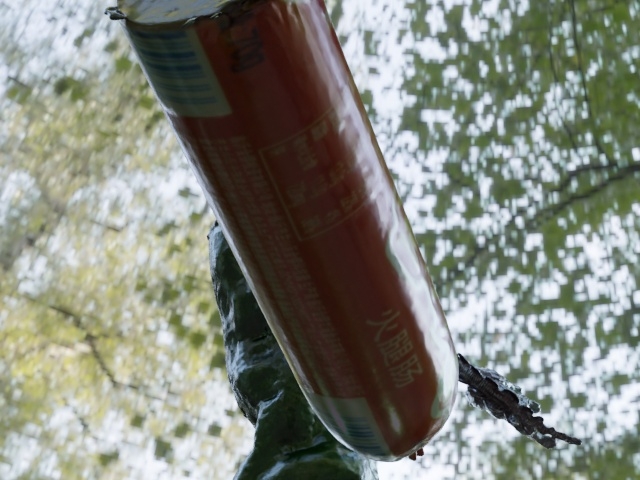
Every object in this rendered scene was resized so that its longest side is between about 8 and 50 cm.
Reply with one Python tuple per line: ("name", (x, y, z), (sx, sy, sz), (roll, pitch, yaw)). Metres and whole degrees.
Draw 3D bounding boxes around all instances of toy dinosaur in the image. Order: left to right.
("toy dinosaur", (0.153, 0.139, 1.358), (0.209, 0.082, 0.039), (28, -95, 28))

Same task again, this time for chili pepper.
("chili pepper", (-0.014, 0.106, 1.049), (0.136, 0.270, 0.099), (8, -36, -15))

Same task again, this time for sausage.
("sausage", (0.000, 0.000, 0.580), (0.083, 0.083, 0.264), (-13, -52, 14))
